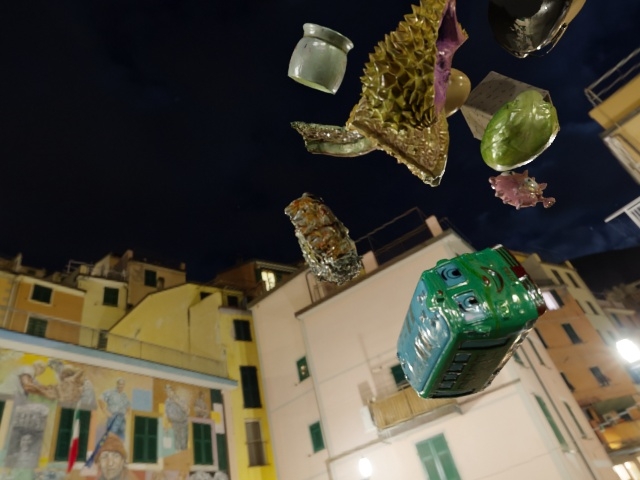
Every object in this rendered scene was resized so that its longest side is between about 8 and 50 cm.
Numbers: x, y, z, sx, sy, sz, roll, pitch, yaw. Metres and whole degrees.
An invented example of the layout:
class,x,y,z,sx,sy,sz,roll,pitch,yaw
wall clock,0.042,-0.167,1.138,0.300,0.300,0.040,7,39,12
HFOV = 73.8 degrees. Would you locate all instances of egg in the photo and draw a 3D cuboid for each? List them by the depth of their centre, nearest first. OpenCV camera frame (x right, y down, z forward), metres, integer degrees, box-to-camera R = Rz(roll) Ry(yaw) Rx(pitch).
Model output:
class,x,y,z,sx,sy,sz,roll,pitch,yaw
egg,0.452,-0.567,1.642,0.244,0.201,0.201,-10,-31,31

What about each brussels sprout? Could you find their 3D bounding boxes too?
class,x,y,z,sx,sy,sz,roll,pitch,yaw
brussels sprout,0.530,-0.286,1.149,0.223,0.161,0.223,-47,-12,-13

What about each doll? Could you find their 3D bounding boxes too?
class,x,y,z,sx,sy,sz,roll,pitch,yaw
doll,0.820,-0.204,1.743,0.211,0.262,0.093,-43,-28,-28

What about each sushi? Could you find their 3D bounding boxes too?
class,x,y,z,sx,sy,sz,roll,pitch,yaw
sushi,0.002,0.004,1.696,0.175,0.417,0.418,-31,-36,-11

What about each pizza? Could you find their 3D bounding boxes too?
class,x,y,z,sx,sy,sz,roll,pitch,yaw
pizza,0.215,-0.296,0.987,0.268,0.258,0.087,32,-10,-13

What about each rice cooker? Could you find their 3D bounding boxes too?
class,x,y,z,sx,sy,sz,roll,pitch,yaw
rice cooker,0.368,-0.409,0.722,0.118,0.142,0.203,-40,-16,-6

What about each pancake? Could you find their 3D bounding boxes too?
class,x,y,z,sx,sy,sz,roll,pitch,yaw
pancake,0.082,-0.401,1.701,0.426,0.067,0.304,9,-4,31

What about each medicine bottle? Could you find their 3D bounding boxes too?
class,x,y,z,sx,sy,sz,roll,pitch,yaw
medicine bottle,-0.001,-0.482,1.132,0.147,0.147,0.143,12,-75,-31

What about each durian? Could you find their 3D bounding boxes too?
class,x,y,z,sx,sy,sz,roll,pitch,yaw
durian,0.157,-0.318,0.758,0.186,0.261,0.154,-11,-38,28

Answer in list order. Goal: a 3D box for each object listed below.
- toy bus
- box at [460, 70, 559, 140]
class,x,y,z,sx,sy,sz,roll,pitch,yaw
toy bus,0.279,0.184,0.882,0.199,0.184,0.344,-9,-43,-12
box,0.743,-0.492,1.688,0.190,0.297,0.225,-46,-47,6
